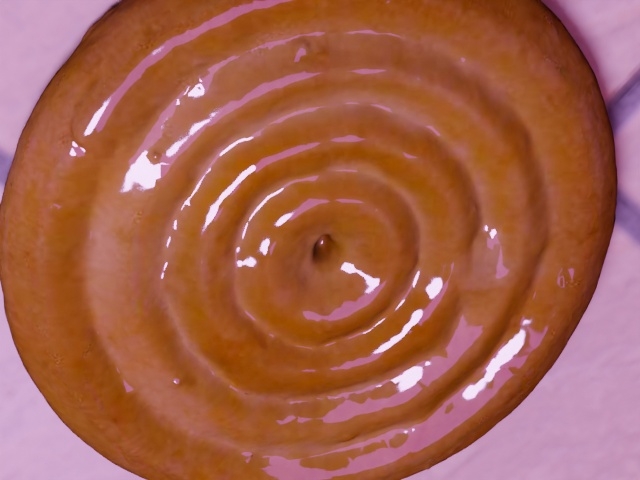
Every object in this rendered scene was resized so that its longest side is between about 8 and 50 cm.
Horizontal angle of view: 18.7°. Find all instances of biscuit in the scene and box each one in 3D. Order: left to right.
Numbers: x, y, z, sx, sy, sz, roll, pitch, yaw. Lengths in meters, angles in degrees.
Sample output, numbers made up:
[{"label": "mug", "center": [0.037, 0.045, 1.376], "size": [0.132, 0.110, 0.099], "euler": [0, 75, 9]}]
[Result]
[{"label": "biscuit", "center": [0.000, 0.000, 0.771], "size": [0.262, 0.037, 0.262], "euler": [-7, 120, -12]}]
